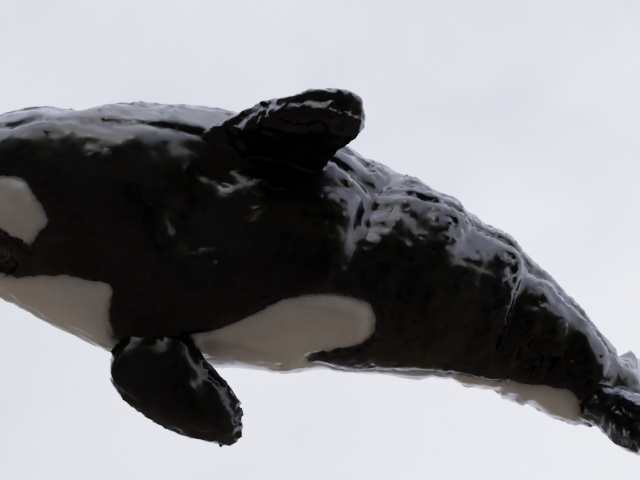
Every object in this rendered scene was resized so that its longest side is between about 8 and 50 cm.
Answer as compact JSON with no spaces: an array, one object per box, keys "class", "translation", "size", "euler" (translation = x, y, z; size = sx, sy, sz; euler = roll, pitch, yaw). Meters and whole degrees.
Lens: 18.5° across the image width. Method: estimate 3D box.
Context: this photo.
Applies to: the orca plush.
[{"class":"orca plush","translation":[0.000,0.000,0.707],"size":[0.287,0.151,0.102],"euler":[26,-46,8]}]
